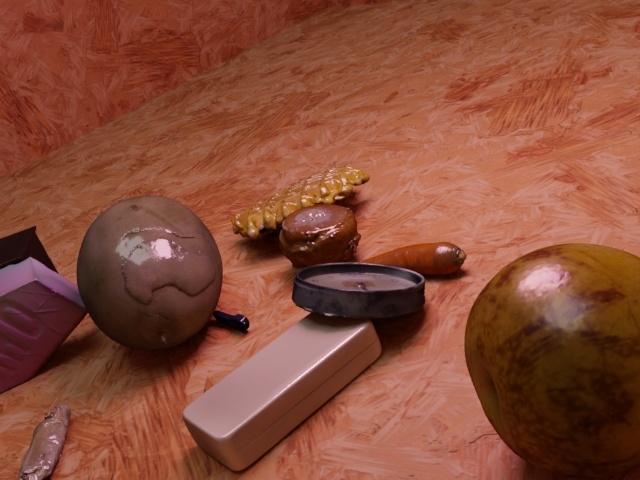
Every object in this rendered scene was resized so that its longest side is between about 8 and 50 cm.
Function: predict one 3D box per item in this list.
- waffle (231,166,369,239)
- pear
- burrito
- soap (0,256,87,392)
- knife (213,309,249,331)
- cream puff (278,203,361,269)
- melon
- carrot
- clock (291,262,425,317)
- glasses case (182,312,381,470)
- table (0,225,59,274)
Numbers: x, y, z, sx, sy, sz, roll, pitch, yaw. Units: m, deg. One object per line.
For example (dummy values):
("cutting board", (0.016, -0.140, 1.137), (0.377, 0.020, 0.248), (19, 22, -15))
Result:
("waffle", (-0.046, -0.090, 1.778), (0.329, 0.062, 0.329), (-25, 11, 5))
("pear", (0.306, 0.132, 0.937), (0.280, 0.281, 0.281), (-16, 26, 8))
("burrito", (-0.454, 0.339, 1.325), (0.058, 0.045, 0.188), (-24, 27, 8))
("soap", (-0.632, 0.189, 1.580), (0.324, 0.193, 0.109), (-47, 30, 6))
("knife", (-0.171, 0.148, 1.509), (0.018, 0.031, 0.121), (-40, 30, -31))
("cream puff", (0.000, 0.000, 1.574), (0.165, 0.115, 0.150), (9, 38, 31))
("melon", (-0.319, 0.067, 1.511), (0.268, 0.269, 0.330), (-24, 44, -7))
("carrot", (0.140, 0.044, 1.467), (0.271, 0.066, 0.062), (-8, -15, 30))
("clock", (0.064, 0.080, 1.348), (0.225, 0.049, 0.226), (1, 9, 0))
("glasses case", (-0.055, 0.218, 1.243), (0.312, 0.070, 0.131), (-35, 29, -29))
("table", (-0.665, 0.108, 1.758), (0.172, 0.193, 0.169), (-20, 25, 0))
